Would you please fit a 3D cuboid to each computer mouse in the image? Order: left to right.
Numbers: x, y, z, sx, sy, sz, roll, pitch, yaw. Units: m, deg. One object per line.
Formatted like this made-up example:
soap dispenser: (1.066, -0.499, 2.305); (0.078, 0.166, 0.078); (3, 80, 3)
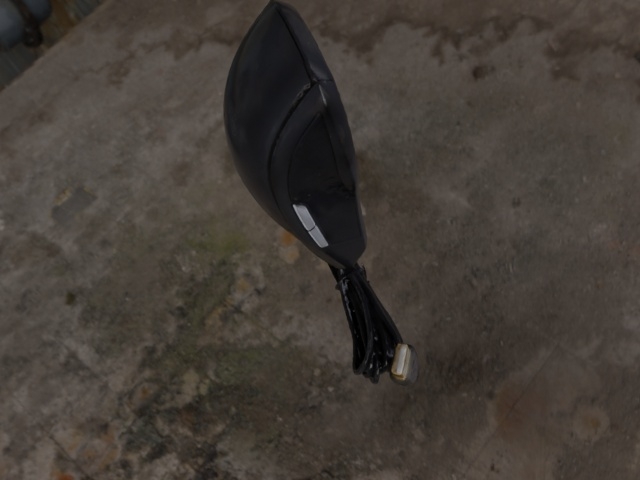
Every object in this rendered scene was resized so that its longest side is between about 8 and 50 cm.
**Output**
computer mouse: (0.000, 0.000, 0.425); (0.060, 0.262, 0.184); (-22, 65, -3)
